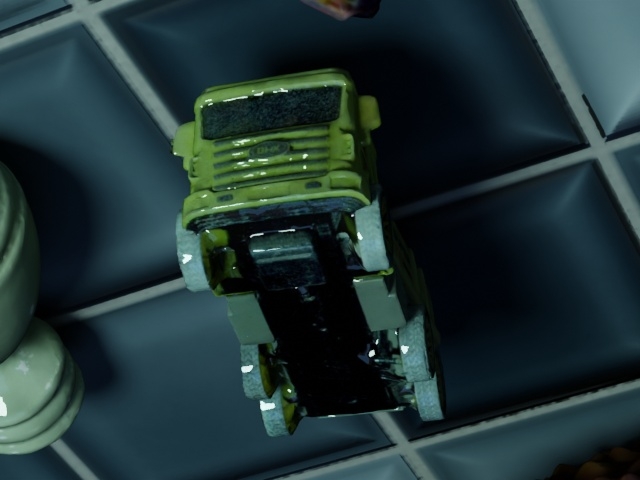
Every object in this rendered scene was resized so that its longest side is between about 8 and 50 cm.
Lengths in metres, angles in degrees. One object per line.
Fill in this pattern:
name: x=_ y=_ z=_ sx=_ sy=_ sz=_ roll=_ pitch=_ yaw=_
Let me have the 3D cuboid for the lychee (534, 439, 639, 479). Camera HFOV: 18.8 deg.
lychee: x=0.184 y=0.233 z=0.945 sx=0.330 sy=0.306 sz=0.306 roll=8 pitch=143 yaw=28

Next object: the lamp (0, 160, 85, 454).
lamp: x=-0.163 y=0.030 z=0.874 sx=0.106 sy=0.106 sz=0.193 roll=-10 pitch=146 yaw=11

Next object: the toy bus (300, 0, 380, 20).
toy bus: x=0.031 y=-0.222 z=0.594 sx=0.138 sy=0.112 sz=0.317 roll=21 pitch=133 yaw=-6

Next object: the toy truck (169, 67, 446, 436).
toy truck: x=0.000 y=0.000 z=0.824 sx=0.085 sy=0.116 sz=0.191 roll=-9 pitch=145 yaw=10
